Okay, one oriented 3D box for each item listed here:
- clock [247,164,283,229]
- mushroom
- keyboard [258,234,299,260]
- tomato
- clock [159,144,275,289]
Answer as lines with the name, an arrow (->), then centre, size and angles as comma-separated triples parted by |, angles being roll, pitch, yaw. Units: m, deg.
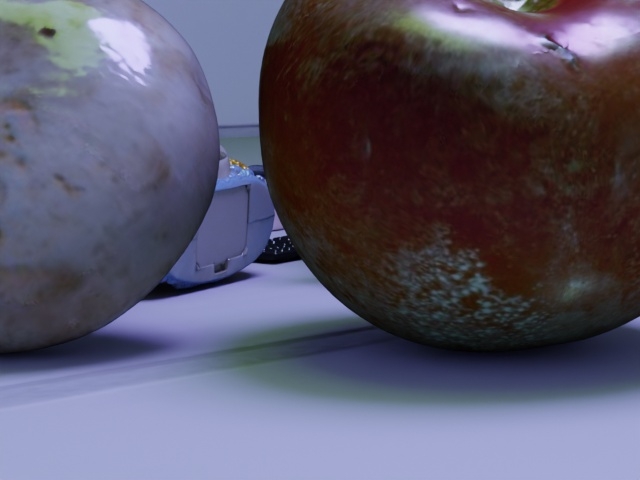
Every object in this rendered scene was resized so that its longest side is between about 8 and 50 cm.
clock -> -0.099, -0.045, 1.453 | 0.229, 0.063, 0.155 | 1, 8, -1
mushroom -> -0.176, -0.033, 0.869 | 0.244, 0.243, 0.243 | 0, 7, 0
keyboard -> 0.000, 0.000, 1.265 | 0.061, 0.013, 0.204 | 4, 8, 36
tomato -> 0.094, -0.049, 0.818 | 0.270, 0.222, 0.270 | 1, 32, -1
clock -> -0.125, -0.021, 1.083 | 0.144, 0.103, 0.231 | 13, 14, 29
